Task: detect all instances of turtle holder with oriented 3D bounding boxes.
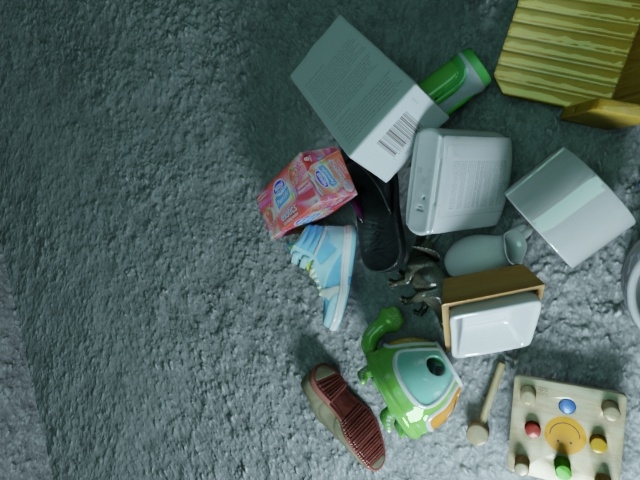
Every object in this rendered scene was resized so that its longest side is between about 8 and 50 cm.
[{"bbox_3d":[0.244,0.365,1.375,0.228,0.243,0.320,-32,38,7],"label":"turtle holder"}]

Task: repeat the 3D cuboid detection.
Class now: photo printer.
[{"bbox_3d":[0.362,-0.150,1.254,0.107,0.308,0.255,24,115,51],"label":"photo printer"}]

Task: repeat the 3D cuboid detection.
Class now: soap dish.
[{"bbox_3d":[0.413,0.178,1.234,0.229,0.290,0.118,-12,54,8],"label":"soap dish"}]

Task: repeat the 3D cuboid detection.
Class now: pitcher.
[{"bbox_3d":[0.442,0.026,1.308,0.207,0.178,0.125,-25,99,53],"label":"pitcher"}]

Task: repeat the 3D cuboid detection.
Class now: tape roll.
[{"bbox_3d":[0.582,-0.078,1.183,0.169,0.246,0.246,-43,74,19],"label":"tape roll"}]

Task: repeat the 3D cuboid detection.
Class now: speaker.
[{"bbox_3d":[0.309,-0.385,1.367,0.297,0.131,0.131,-34,77,21],"label":"speaker"}]

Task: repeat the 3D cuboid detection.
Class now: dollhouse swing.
[{"bbox_3d":[0.615,-0.472,1.151,0.305,0.315,0.346,18,99,3],"label":"dollhouse swing"}]

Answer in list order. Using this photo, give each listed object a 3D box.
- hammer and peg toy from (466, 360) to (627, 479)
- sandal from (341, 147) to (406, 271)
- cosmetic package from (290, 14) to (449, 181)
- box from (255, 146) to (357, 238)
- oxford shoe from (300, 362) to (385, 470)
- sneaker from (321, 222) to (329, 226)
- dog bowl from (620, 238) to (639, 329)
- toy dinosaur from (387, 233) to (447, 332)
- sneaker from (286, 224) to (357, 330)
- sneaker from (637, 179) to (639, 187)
[{"bbox_3d":[0.558,0.469,1.265,0.362,0.127,0.265,6,93,24],"label":"hammer and peg toy"},{"bbox_3d":[0.140,-0.131,1.415,0.168,0.107,0.445,-24,67,32],"label":"sandal"},{"bbox_3d":[0.110,-0.389,1.335,0.230,0.162,0.453,-46,46,19],"label":"cosmetic package"},{"bbox_3d":[-0.050,-0.132,1.455,0.300,0.142,0.154,-32,76,53],"label":"box"},{"bbox_3d":[0.067,0.539,1.517,0.348,0.123,0.130,57,137,12],"label":"oxford shoe"},{"bbox_3d":[0.000,0.000,1.562,0.057,0.047,0.119,37,109,2],"label":"sneaker"},{"bbox_3d":[0.852,0.116,1.092,0.349,0.102,0.348,10,107,34],"label":"dog bowl"},{"bbox_3d":[0.296,0.125,1.385,0.160,0.121,0.313,-30,74,35],"label":"toy dinosaur"},{"bbox_3d":[-0.009,0.100,1.493,0.208,0.127,0.318,8,85,3],"label":"sneaker"},{"bbox_3d":[0.827,-0.150,1.177,0.135,0.052,0.058,-26,84,23],"label":"sneaker"}]
